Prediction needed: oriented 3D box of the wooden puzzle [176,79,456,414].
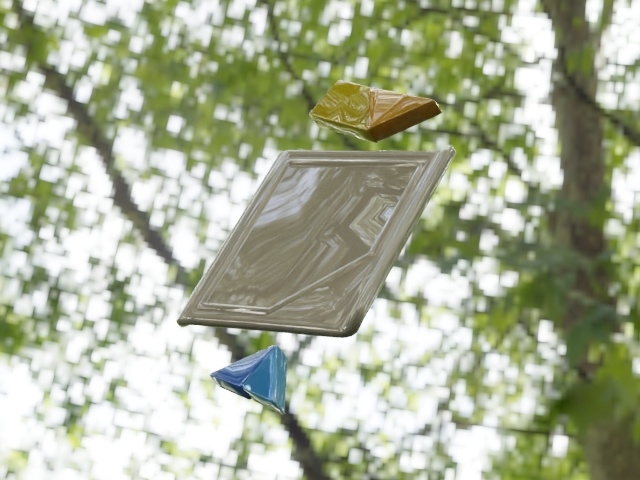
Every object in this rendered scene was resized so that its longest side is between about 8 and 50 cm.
[{"bbox_3d":[0.000,0.000,0.519,0.078,0.116,0.014,6,-37,47],"label":"wooden puzzle"}]
